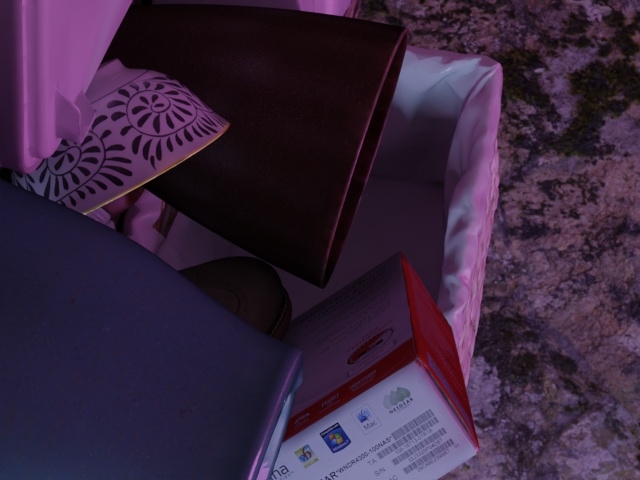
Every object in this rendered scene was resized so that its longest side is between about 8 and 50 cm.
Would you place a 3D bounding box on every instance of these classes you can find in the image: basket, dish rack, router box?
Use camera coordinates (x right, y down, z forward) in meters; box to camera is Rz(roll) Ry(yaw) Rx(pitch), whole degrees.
[{"bbox_3d":[0.000,0.000,1.729,0.266,0.331,0.328,76,24,-65],"label":"basket"},{"bbox_3d":[-0.143,-0.210,1.071,0.333,0.072,0.285,101,8,-54],"label":"dish rack"},{"bbox_3d":[-0.052,0.163,1.311,0.335,0.082,0.301,-33,-169,7],"label":"router box"}]

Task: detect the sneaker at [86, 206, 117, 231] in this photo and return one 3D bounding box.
[{"bbox_3d":[-0.211,0.054,1.372,0.208,0.081,0.094,93,21,-50],"label":"sneaker"}]

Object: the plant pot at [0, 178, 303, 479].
[{"bbox_3d":[-0.155,0.111,1.008,0.271,0.255,0.271,19,90,-87],"label":"plant pot"}]

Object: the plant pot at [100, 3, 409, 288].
[{"bbox_3d":[-0.072,-0.098,1.388,0.215,0.230,0.215,18,90,-86],"label":"plant pot"}]

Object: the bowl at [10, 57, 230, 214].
[{"bbox_3d":[-0.156,-0.076,1.227,0.170,0.080,0.170,-27,-169,6],"label":"bowl"}]

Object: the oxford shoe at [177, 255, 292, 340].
[{"bbox_3d":[-0.140,0.061,1.279,0.348,0.123,0.130,-27,126,-49],"label":"oxford shoe"}]

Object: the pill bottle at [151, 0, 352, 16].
[{"bbox_3d":[-0.050,-0.239,1.582,0.283,0.160,0.160,-64,171,-62],"label":"pill bottle"}]

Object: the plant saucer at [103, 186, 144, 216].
[{"bbox_3d":[-0.162,-0.104,1.561,0.198,0.036,0.198,17,90,-86],"label":"plant saucer"}]
